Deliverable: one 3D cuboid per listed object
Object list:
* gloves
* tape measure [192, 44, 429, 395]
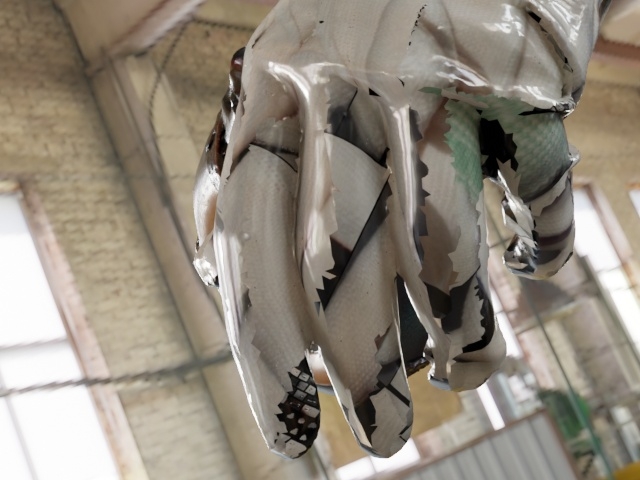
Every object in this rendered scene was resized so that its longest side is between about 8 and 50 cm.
[{"bbox_3d":[0.023,-0.034,0.411,0.127,0.212,0.111,17,-20,20],"label":"gloves"},{"bbox_3d":[0.000,0.000,0.860,0.135,0.223,0.202,-29,-22,-29],"label":"tape measure"}]
